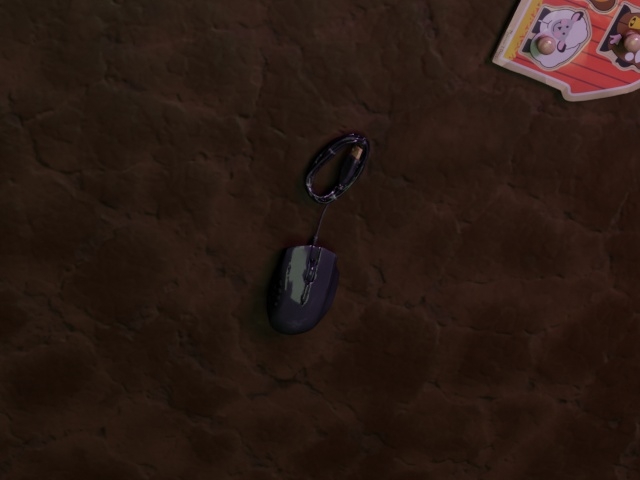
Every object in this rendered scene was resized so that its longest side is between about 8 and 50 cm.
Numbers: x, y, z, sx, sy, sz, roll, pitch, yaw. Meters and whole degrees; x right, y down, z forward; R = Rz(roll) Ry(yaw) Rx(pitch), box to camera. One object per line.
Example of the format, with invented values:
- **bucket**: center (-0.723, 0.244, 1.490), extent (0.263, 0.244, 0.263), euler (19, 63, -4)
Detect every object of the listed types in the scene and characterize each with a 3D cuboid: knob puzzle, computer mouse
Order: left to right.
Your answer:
- **computer mouse**: center (0.000, 0.000, 1.721), extent (0.071, 0.041, 0.242), euler (10, 118, -14)
- **knob puzzle**: center (0.289, -0.216, 1.643), extent (0.213, 0.030, 0.213), euler (-4, 121, -7)
